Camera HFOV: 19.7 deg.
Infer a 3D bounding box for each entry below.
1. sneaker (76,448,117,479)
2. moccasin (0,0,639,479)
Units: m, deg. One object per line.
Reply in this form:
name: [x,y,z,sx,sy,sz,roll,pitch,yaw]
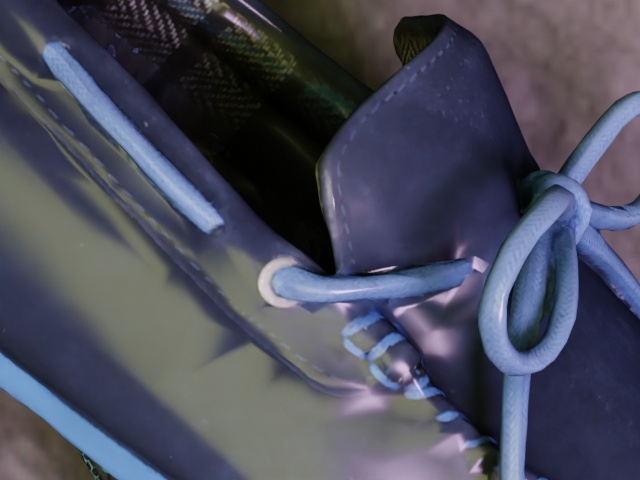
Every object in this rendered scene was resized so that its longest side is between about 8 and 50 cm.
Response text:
sneaker: [-0.031,0.060,0.488,0.065,0.076,0.166,-43,90,12]
moccasin: [0.000,0.000,0.420,0.342,0.137,0.117,30,113,-6]
